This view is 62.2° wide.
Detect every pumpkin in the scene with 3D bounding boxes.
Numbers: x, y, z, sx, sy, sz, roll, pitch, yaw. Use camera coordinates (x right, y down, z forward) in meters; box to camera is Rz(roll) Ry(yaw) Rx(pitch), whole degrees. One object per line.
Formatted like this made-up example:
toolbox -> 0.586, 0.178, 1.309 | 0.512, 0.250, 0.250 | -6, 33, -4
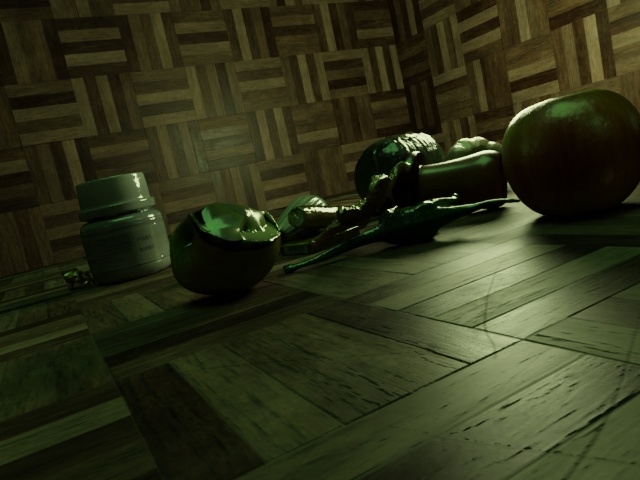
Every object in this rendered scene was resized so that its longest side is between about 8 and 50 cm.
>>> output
pumpkin -> 0.288, -0.240, 1.876 | 0.327, 0.257, 0.291 | -6, -15, -38

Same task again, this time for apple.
apple -> 0.505, -0.171, 1.074 | 0.286, 0.233, 0.286 | -13, 3, 1
apple -> -0.181, 0.020, 1.027 | 0.188, 0.174, 0.207 | 7, -10, -43

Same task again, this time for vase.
vase -> -0.064, -0.047, 1.531 | 0.128, 0.128, 0.248 | -8, 17, 29

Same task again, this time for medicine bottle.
medicine bottle -> -0.606, -0.040, 1.629 | 0.245, 0.306, 0.245 | -12, 7, 2

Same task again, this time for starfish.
starfish -> 0.088, -0.068, 1.222 | 0.299, 0.060, 0.302 | -40, -4, -42

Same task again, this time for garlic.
garlic -> 0.518, -0.230, 1.808 | 0.218, 0.218, 0.212 | -13, -22, -3

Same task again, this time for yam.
yam -> 0.034, -0.067, 1.509 | 0.317, 0.071, 0.067 | -3, -37, -51

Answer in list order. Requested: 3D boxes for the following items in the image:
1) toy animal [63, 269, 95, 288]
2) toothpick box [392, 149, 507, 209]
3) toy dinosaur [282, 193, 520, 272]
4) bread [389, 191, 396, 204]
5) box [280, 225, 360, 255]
toy animal -> -0.753, 0.119, 1.652 | 0.083, 0.060, 0.081 | -10, -17, 37
toothpick box -> 0.339, -0.152, 1.424 | 0.294, 0.192, 0.192 | -2, 12, 27
toy dinosaur -> 0.164, -0.025, 1.109 | 0.447, 0.087, 0.301 | -15, 4, 35
bread -> 0.294, -0.126, 1.598 | 0.192, 0.119, 0.067 | -14, 37, -1
box -> 0.000, 0.000, 1.403 | 0.121, 0.030, 0.193 | -5, 11, 42
